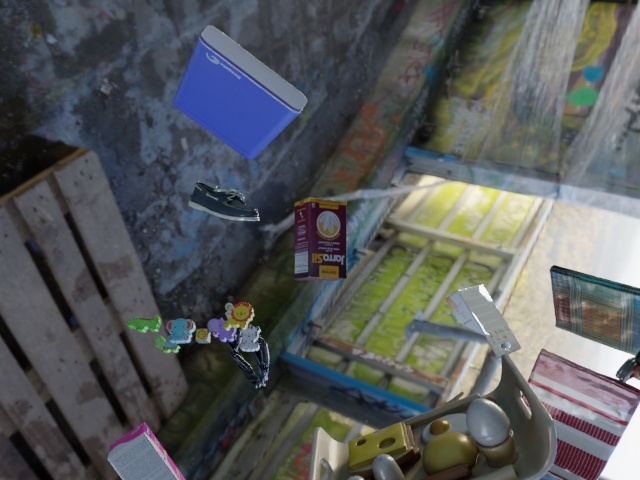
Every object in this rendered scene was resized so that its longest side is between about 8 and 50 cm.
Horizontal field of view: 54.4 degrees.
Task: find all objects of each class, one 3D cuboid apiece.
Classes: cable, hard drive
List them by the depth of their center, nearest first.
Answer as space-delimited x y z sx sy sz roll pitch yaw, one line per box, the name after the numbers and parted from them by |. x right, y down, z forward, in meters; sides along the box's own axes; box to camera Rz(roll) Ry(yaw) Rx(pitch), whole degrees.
-0.170 -0.270 1.212 0.040 0.210 0.319 -59 -166 -18 | hard drive
0.740 0.305 1.430 0.139 0.072 0.287 -36 150 0 | cable
-0.197 0.317 1.684 0.047 0.151 0.184 -28 119 -43 | cable

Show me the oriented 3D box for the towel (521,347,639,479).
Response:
0.594 0.436 1.501 0.037 0.237 0.328 -36 143 -52 | towel

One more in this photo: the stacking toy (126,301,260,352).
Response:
-0.223 0.164 1.155 0.167 0.221 0.052 83 5 -66 | stacking toy

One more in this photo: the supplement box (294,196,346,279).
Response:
0.000 0.000 1.472 0.104 0.081 0.188 4 81 -28 | supplement box

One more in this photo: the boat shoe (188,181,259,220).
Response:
-0.251 -0.102 1.638 0.095 0.255 0.079 9 96 -45 | boat shoe

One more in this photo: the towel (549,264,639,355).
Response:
0.837 0.219 1.770 0.040 0.370 0.271 -42 130 -28 | towel

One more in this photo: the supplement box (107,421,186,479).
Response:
-0.448 0.607 1.632 0.114 0.111 0.220 -35 99 -13 | supplement box

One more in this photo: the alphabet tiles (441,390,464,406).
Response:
0.279 0.543 1.747 0.285 0.011 0.342 -39 164 -19 | alphabet tiles

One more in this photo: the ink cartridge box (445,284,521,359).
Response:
0.383 0.194 1.462 0.045 0.179 0.145 -38 160 34 | ink cartridge box

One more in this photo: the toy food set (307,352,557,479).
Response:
0.130 0.252 0.813 0.219 0.306 0.092 -81 148 -78 | toy food set
